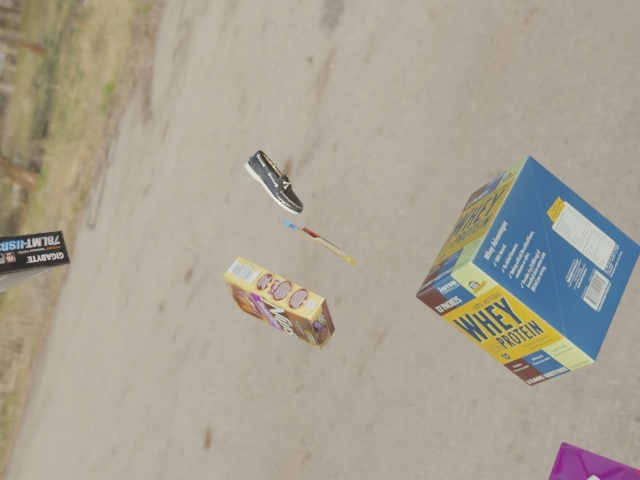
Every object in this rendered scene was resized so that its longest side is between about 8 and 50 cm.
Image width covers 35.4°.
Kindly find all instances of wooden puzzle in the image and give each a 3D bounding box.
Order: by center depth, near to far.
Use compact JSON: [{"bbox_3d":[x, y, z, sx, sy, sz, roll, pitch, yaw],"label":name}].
[{"bbox_3d":[0.000,0.000,1.530,0.078,0.116,0.014,27,87,46],"label":"wooden puzzle"}]

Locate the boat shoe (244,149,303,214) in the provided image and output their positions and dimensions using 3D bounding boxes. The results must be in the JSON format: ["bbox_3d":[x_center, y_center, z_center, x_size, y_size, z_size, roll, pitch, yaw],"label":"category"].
[{"bbox_3d":[-0.069,-0.094,1.628,0.038,0.125,0.046,-48,-15,19],"label":"boat shoe"}]

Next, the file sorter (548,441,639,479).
[{"bbox_3d":[0.378,0.439,1.268,0.291,0.182,0.202,-68,15,-6],"label":"file sorter"}]

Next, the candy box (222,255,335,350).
[{"bbox_3d":[-0.071,0.107,1.721,0.053,0.186,0.109,-54,-28,-25],"label":"candy box"}]

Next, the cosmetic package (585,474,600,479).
[{"bbox_3d":[0.272,0.393,0.991,0.224,0.224,0.138,40,131,31],"label":"cosmetic package"}]

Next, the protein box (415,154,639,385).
[{"bbox_3d":[0.272,0.040,1.304,0.200,0.201,0.136,-57,9,-32],"label":"protein box"}]

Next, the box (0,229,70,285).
[{"bbox_3d":[-0.638,0.061,1.729,0.295,0.293,0.073,-18,82,38],"label":"box"}]
